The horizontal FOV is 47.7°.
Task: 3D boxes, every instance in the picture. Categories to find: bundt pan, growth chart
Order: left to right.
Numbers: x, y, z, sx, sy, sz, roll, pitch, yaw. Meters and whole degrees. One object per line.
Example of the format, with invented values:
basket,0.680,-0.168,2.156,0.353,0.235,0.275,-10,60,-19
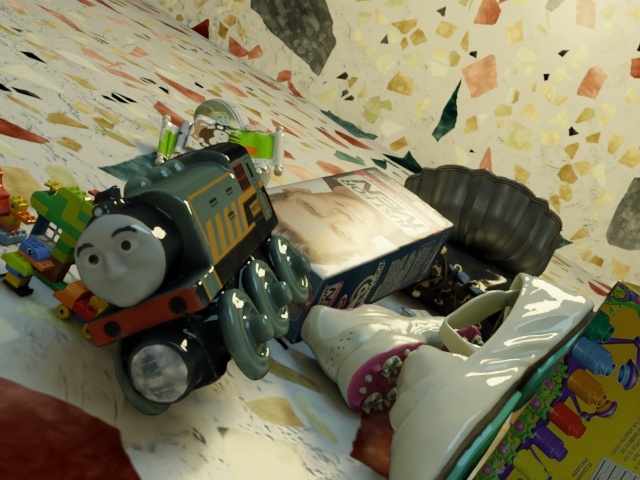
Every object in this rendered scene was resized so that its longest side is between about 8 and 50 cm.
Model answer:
growth chart,-0.172,-0.171,1.278,0.237,0.021,0.172,4,42,-16
bundt pan,0.293,-0.002,1.414,0.330,0.124,0.331,21,-24,10

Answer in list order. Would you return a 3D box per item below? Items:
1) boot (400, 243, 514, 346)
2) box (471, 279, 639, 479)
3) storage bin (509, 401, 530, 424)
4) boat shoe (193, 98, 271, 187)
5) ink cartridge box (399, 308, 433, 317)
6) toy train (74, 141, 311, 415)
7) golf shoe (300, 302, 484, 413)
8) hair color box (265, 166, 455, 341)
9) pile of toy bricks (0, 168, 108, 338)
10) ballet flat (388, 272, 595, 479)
boot,0.251,0.096,1.211,0.284,0.138,0.377,31,12,-3
box,0.289,0.234,0.566,0.177,0.290,0.279,13,24,-49
storage bin,0.375,0.242,0.860,0.260,0.123,0.262,8,14,5
boat shoe,-0.188,-0.195,1.381,0.094,0.109,0.302,13,25,-38
ink cartridge box,0.161,0.133,1.138,0.048,0.028,0.083,42,18,34
toy train,-0.113,0.018,0.668,0.334,0.142,0.190,-58,126,-73
golf shoe,0.097,0.124,0.900,0.140,0.115,0.306,37,15,33
hair color box,0.027,0.001,1.008,0.174,0.105,0.347,39,31,23
pile of toy bricks,-0.240,-0.007,0.687,0.212,0.105,0.118,34,16,10
ballet flat,0.159,0.144,0.756,0.139,0.139,0.400,37,42,23
